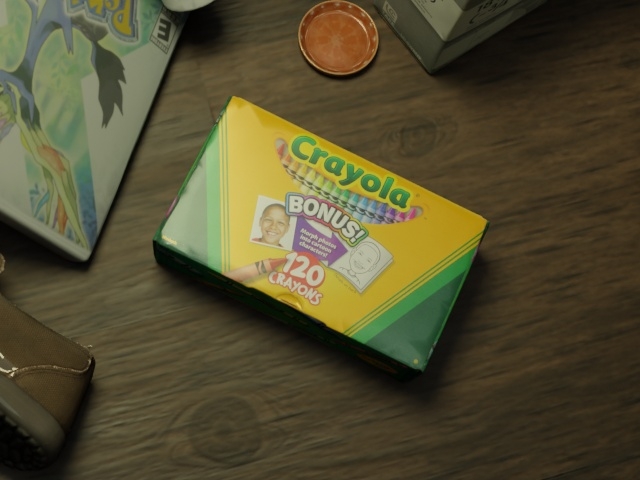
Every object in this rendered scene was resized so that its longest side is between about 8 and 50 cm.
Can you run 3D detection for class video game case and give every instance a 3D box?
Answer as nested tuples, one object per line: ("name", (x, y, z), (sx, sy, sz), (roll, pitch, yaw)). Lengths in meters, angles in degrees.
("video game case", (-0.271, -0.180, 1.117), (0.036, 0.329, 0.299), (6, 69, 37))

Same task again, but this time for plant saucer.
("plant saucer", (0.018, -0.208, 1.292), (0.084, 0.013, 0.083), (2, 74, -7))

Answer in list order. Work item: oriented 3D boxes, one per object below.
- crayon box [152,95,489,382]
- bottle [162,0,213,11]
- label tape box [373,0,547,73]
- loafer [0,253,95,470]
("crayon box", (0.000, 0.000, 1.198), (0.278, 0.081, 0.165), (26, 74, 0))
("bottle", (-0.157, -0.341, 1.123), (0.118, 0.282, 0.092), (-7, 43, 15))
("label tape box", (0.199, -0.314, 1.177), (0.241, 0.333, 0.106), (-34, 82, -14))
("loafer", (-0.355, 0.052, 1.130), (0.366, 0.134, 0.130), (43, 51, -5))
